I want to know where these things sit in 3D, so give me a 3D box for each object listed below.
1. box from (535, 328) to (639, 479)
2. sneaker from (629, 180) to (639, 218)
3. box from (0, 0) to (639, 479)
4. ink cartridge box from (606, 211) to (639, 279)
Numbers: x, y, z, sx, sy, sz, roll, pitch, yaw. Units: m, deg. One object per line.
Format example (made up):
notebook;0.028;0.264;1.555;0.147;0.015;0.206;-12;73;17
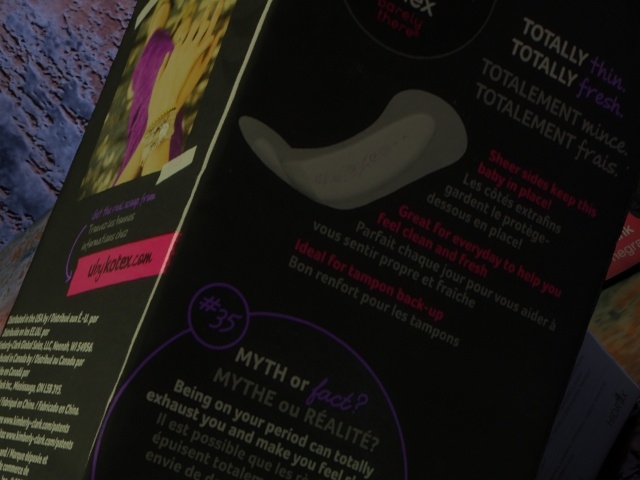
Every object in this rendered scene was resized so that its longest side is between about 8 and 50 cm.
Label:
box;0.063;0.080;0.863;0.101;0.087;0.102;-27;19;46
sneaker;0.142;0.013;0.762;0.086;0.132;0.228;-31;16;34
box;0.000;0.000;0.732;0.143;0.165;0.270;-3;63;62
ink cartridge box;0.086;-0.133;1.054;0.117;0.283;0.207;-29;18;41
